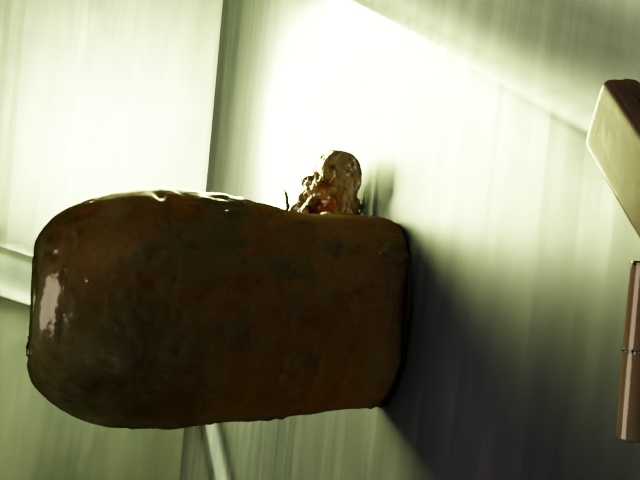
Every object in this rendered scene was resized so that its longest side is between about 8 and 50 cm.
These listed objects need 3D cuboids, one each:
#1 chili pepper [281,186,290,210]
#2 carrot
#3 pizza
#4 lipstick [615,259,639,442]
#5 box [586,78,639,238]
[{"bbox_3d":[-0.036,0.006,1.455,0.086,0.084,0.192,-50,38,41],"label":"chili pepper"},{"bbox_3d":[-0.095,0.065,1.103,0.224,0.340,0.224,-176,90,-74],"label":"carrot"},{"bbox_3d":[-0.001,0.000,1.317,0.154,0.069,0.194,145,130,-74],"label":"pizza"},{"bbox_3d":[0.167,0.058,0.623,0.019,0.019,0.094,-170,85,-78],"label":"lipstick"},{"bbox_3d":[0.171,-0.040,0.627,0.115,0.025,0.048,-102,15,-54],"label":"box"}]
